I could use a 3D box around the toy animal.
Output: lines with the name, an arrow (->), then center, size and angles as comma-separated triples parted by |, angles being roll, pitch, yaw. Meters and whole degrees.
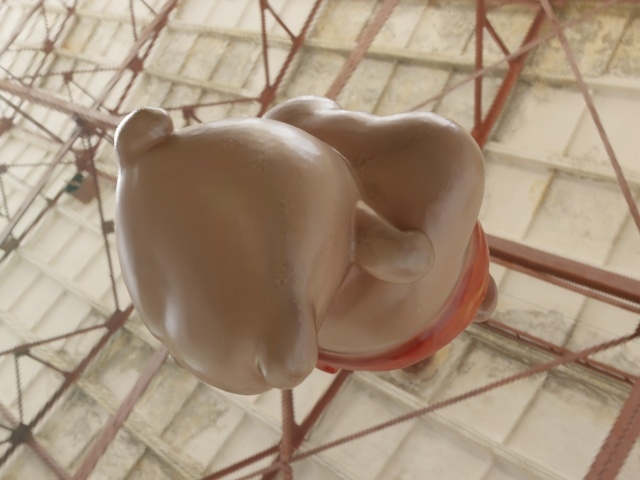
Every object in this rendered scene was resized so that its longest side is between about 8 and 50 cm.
toy animal -> 0.000, 0.000, 0.430 | 0.171, 0.198, 0.171 | 3, -85, 40
